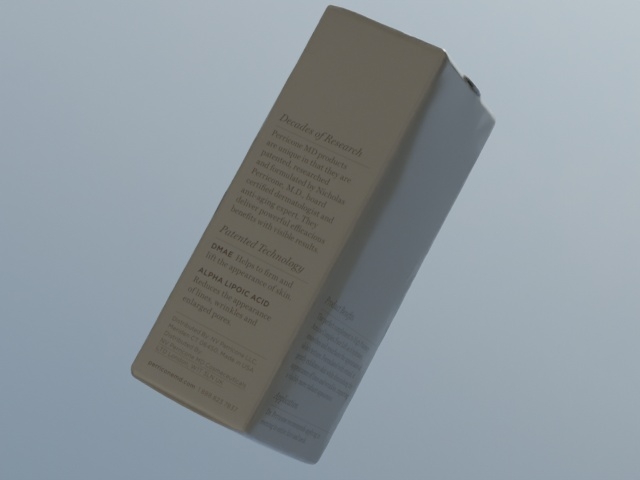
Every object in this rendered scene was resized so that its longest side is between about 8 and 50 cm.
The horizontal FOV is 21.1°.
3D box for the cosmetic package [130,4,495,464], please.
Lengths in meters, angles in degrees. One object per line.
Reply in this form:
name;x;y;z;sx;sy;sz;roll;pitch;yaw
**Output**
cosmetic package;0.000;0.000;0.953;0.085;0.117;0.231;25;-97;24
